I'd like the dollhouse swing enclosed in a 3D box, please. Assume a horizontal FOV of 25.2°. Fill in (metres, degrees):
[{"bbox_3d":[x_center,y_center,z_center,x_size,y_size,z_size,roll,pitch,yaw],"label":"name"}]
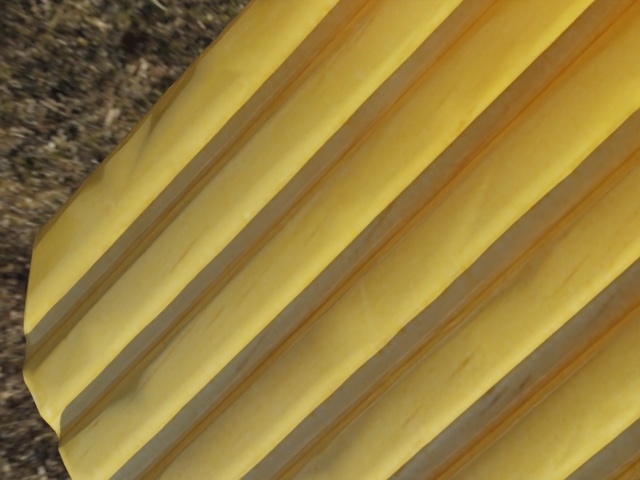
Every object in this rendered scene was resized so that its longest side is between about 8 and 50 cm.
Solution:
[{"bbox_3d":[0.000,0.000,0.391,0.305,0.315,0.347,-37,63,8],"label":"dollhouse swing"}]
